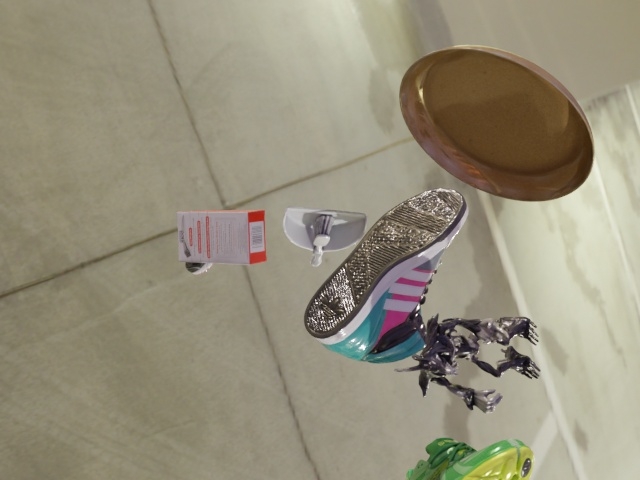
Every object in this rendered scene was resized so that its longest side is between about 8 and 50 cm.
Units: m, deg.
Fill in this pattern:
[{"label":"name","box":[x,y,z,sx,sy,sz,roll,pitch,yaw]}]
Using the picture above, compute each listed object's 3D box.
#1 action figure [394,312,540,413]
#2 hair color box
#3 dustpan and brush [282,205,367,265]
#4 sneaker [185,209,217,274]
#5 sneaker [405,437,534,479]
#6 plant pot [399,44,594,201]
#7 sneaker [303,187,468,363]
[{"label":"action figure","box":[0.272,0.204,1.376,0.275,0.141,0.164,-6,106,-31]},{"label":"hair color box","box":[-0.176,-0.007,1.383,0.053,0.167,0.093,-9,99,-57]},{"label":"dustpan and brush","box":[0.000,0.000,1.435,0.211,0.147,0.060,111,-16,-75]},{"label":"sneaker","box":[-0.246,-0.005,1.685,0.077,0.178,0.072,30,28,-24]},{"label":"sneaker","box":[0.204,0.353,1.191,0.109,0.295,0.124,10,55,-25]},{"label":"plant pot","box":[0.201,-0.135,0.894,0.236,0.236,0.032,51,60,-32]},{"label":"sneaker","box":[0.127,0.073,1.166,0.124,0.295,0.178,42,-6,44]}]
